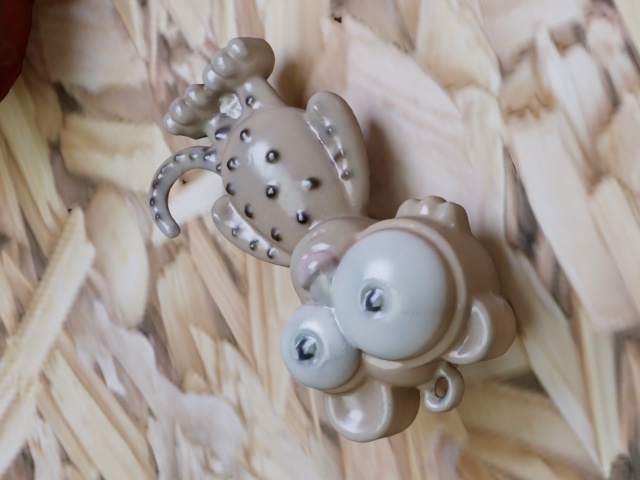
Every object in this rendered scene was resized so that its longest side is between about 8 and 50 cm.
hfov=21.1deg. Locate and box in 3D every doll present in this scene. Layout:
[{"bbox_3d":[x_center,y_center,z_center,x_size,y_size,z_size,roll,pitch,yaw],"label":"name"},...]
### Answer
[{"bbox_3d":[0.001,-0.002,1.091,0.278,0.119,0.154,45,113,23],"label":"doll"}]

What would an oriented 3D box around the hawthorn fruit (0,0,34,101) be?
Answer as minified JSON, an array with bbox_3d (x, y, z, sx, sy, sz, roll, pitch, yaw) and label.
[{"bbox_3d":[-0.326,-0.188,1.207,0.299,0.275,0.275,17,112,44],"label":"hawthorn fruit"}]
